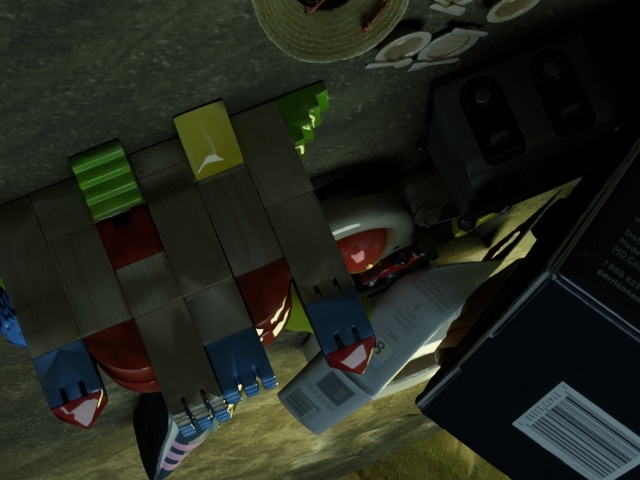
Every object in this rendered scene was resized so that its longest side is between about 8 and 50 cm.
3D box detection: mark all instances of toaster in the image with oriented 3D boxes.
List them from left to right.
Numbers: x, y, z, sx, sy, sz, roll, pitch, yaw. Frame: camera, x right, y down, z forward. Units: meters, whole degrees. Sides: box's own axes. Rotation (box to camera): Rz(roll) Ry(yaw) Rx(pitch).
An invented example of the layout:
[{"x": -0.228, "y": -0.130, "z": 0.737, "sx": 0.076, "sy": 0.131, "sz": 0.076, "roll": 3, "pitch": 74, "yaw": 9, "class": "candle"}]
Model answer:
[{"x": 0.198, "y": -0.111, "z": 1.687, "sx": 0.168, "sy": 0.110, "sz": 0.186, "roll": -21, "pitch": 165, "yaw": -6, "class": "toaster"}]

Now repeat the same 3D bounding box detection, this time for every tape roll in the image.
[{"x": 0.122, "y": 0.148, "z": 2.457, "sx": 0.286, "sy": 0.100, "sz": 0.286, "roll": -21, "pitch": 165, "yaw": -6, "class": "tape roll"}]

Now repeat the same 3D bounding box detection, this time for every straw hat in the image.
[{"x": -0.006, "y": -0.199, "z": 1.187, "sx": 0.144, "sy": 0.144, "sz": 0.061, "roll": -14, "pitch": -156, "yaw": -30, "class": "straw hat"}]

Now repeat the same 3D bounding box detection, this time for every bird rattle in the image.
[{"x": 0.000, "y": 0.000, "z": 1.799, "sx": 0.207, "sy": 0.143, "sz": 0.253, "roll": -27, "pitch": 152, "yaw": 7, "class": "bird rattle"}]

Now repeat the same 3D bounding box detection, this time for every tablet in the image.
[{"x": 0.174, "y": -0.014, "z": 2.171, "sx": 0.054, "sy": 0.006, "sz": 0.083, "roll": -26, "pitch": 165, "yaw": 9, "class": "tablet"}]

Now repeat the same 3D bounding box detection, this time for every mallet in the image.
[{"x": 0.343, "y": -0.048, "z": 2.193, "sx": 0.062, "sy": 0.039, "sz": 0.189, "roll": -49, "pitch": 170, "yaw": 37, "class": "mallet"}]

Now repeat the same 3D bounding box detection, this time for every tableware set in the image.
[{"x": 0.124, "y": -0.195, "z": 1.470, "sx": 0.141, "sy": 0.020, "sz": 0.168, "roll": -5, "pitch": 157, "yaw": -47, "class": "tableware set"}]

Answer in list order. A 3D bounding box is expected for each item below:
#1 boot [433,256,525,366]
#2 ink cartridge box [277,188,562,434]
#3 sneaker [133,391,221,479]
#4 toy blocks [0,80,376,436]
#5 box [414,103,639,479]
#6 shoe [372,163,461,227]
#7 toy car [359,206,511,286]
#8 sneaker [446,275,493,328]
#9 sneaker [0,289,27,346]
[{"x": 0.298, "y": 0.111, "z": 2.026, "sx": 0.220, "sy": 0.283, "sz": 0.109, "roll": -41, "pitch": 136, "yaw": -43, "class": "boot"}, {"x": 0.125, "y": 0.076, "z": 2.164, "sx": 0.385, "sy": 0.091, "sz": 0.308, "roll": -46, "pitch": 178, "yaw": -20, "class": "ink cartridge box"}, {"x": -0.193, "y": 0.268, "z": 2.389, "sx": 0.131, "sy": 0.112, "sz": 0.319, "roll": -14, "pitch": 164, "yaw": -19, "class": "sneaker"}, {"x": -0.124, "y": 0.052, "z": 1.488, "sx": 0.381, "sy": 0.261, "sz": 0.191, "roll": -21, "pitch": 165, "yaw": -5, "class": "toy blocks"}, {"x": 0.395, "y": 0.025, "z": 1.742, "sx": 0.472, "sy": 0.297, "sz": 0.480, "roll": -53, "pitch": 177, "yaw": -24, "class": "box"}, {"x": 0.149, "y": -0.054, "z": 1.903, "sx": 0.219, "sy": 0.058, "sz": 0.076, "roll": -16, "pitch": 163, "yaw": -25, "class": "shoe"}, {"x": 0.120, "y": 0.003, "z": 2.038, "sx": 0.239, "sy": 0.053, "sz": 0.225, "roll": -28, "pitch": 173, "yaw": -21, "class": "toy car"}, {"x": 0.309, "y": 0.042, "z": 2.262, "sx": 0.305, "sy": 0.114, "sz": 0.152, "roll": -23, "pitch": 140, "yaw": 1, "class": "sneaker"}, {"x": -0.299, "y": 0.072, "z": 1.661, "sx": 0.082, "sy": 0.069, "sz": 0.209, "roll": -14, "pitch": 166, "yaw": -7, "class": "sneaker"}]
